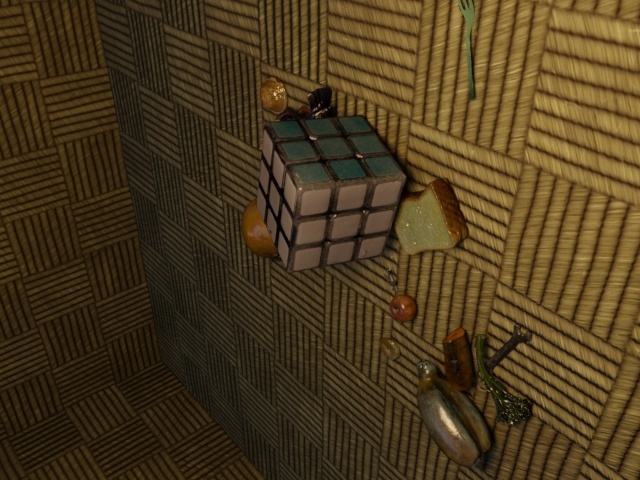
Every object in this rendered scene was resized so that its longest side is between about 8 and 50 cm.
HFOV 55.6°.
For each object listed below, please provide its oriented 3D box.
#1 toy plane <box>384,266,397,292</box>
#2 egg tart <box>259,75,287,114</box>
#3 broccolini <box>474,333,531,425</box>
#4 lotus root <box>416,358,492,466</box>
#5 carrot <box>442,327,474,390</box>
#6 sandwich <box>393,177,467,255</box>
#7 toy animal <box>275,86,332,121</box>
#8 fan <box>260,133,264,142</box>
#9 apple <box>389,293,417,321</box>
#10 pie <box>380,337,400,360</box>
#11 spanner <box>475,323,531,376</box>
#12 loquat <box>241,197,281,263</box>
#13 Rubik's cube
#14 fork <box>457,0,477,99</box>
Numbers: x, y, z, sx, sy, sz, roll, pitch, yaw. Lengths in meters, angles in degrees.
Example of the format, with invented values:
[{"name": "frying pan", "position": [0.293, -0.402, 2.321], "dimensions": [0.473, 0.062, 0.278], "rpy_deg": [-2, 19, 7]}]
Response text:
[{"name": "toy plane", "position": [0.216, 0.122, 1.847], "dimensions": [0.078, 0.024, 0.084], "rpy_deg": [-154, 47, -68]}, {"name": "egg tart", "position": [-0.156, -0.469, 1.970], "dimensions": [0.129, 0.049, 0.129], "rpy_deg": [32, 135, 38]}, {"name": "broccolini", "position": [0.477, 0.370, 1.601], "dimensions": [0.123, 0.062, 0.271], "rpy_deg": [-13, 103, 41]}, {"name": "lotus root", "position": [0.365, 0.501, 1.765], "dimensions": [0.322, 0.158, 0.140], "rpy_deg": [57, 147, 25]}, {"name": "carrot", "position": [0.383, 0.334, 1.698], "dimensions": [0.082, 0.082, 0.173], "rpy_deg": [4, 113, 53]}, {"name": "sandwich", "position": [0.277, -0.058, 1.610], "dimensions": [0.214, 0.065, 0.186], "rpy_deg": [-11, 101, 57]}, {"name": "toy animal", "position": [-0.036, -0.329, 1.830], "dimensions": [0.298, 0.122, 0.185], "rpy_deg": [-48, 60, 47]}, {"name": "fan", "position": [-0.190, -0.350, 2.131], "dimensions": [0.083, 0.004, 0.056], "rpy_deg": [-8, 104, 56]}, {"name": "apple", "position": [0.249, 0.201, 1.812], "dimensions": [0.084, 0.071, 0.084], "rpy_deg": [21, 119, 44]}, {"name": "pie", "position": [0.227, 0.353, 1.984], "dimensions": [0.084, 0.020, 0.084], "rpy_deg": [32, 136, 38]}, {"name": "spanner", "position": [0.479, 0.296, 1.600], "dimensions": [0.054, 0.015, 0.254], "rpy_deg": [52, 144, 23]}, {"name": "loquat", "position": [-0.157, -0.044, 2.084], "dimensions": [0.244, 0.244, 0.244], "rpy_deg": [32, 135, 40]}, {"name": "Rubik's cube", "position": [0.016, -0.132, 1.655], "dimensions": [0.304, 0.305, 0.301], "rpy_deg": [99, 152, -43]}, {"name": "fork", "position": [0.329, -0.430, 1.344], "dimensions": [0.039, 0.021, 0.235], "rpy_deg": [20, 127, 53]}]
